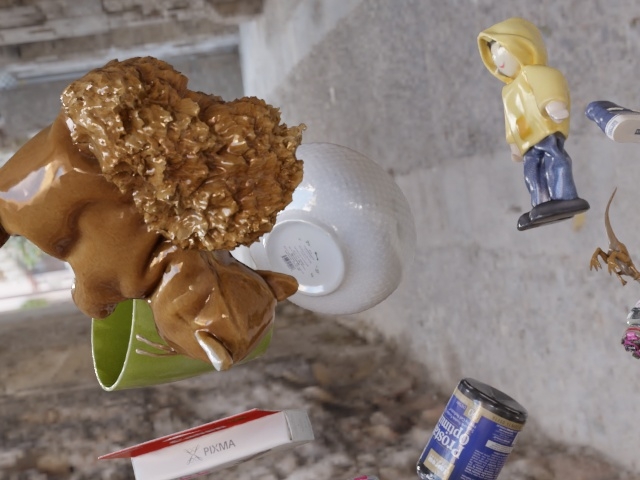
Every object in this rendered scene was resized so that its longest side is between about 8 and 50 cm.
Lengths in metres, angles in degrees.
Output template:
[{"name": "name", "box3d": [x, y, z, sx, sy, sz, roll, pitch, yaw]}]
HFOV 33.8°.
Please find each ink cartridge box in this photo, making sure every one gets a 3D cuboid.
[{"name": "ink cartridge box", "box3d": [-0.173, 0.330, 1.662, 0.239, 0.275, 0.060, 28, -136, -72]}]

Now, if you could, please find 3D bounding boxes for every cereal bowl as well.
[{"name": "cereal bowl", "box3d": [0.000, 0.000, 1.932, 0.141, 0.339, 0.339, -51, -36, -52]}]

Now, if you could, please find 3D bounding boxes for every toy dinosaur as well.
[{"name": "toy dinosaur", "box3d": [0.569, 0.018, 2.030, 0.064, 0.112, 0.211, -29, 88, 52]}]

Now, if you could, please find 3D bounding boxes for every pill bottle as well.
[{"name": "pill bottle", "box3d": [0.226, 0.337, 1.651, 0.219, 0.123, 0.123, -64, 14, 6]}]

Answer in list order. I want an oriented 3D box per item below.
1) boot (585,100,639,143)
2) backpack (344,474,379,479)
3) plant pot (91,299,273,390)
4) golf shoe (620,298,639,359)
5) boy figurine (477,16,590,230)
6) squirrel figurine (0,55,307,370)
[{"name": "boot", "box3d": [0.575, -0.218, 1.924, 0.086, 0.190, 0.069, 53, 126, 44]}, {"name": "backpack", "box3d": [0.012, 0.395, 1.149, 0.191, 0.225, 0.253, 47, 139, 49]}, {"name": "plant pot", "box3d": [-0.248, 0.147, 1.966, 0.275, 0.293, 0.275, -20, 67, 61]}, {"name": "golf shoe", "box3d": [0.508, 0.158, 1.540, 0.186, 0.067, 0.086, 47, -125, -34]}, {"name": "boy figurine", "box3d": [0.283, -0.164, 1.395, 0.177, 0.092, 0.285, 139, 118, -78]}, {"name": "squirrel figurine", "box3d": [-0.187, -0.018, 1.306, 0.370, 0.281, 0.397, 46, 132, 1]}]
